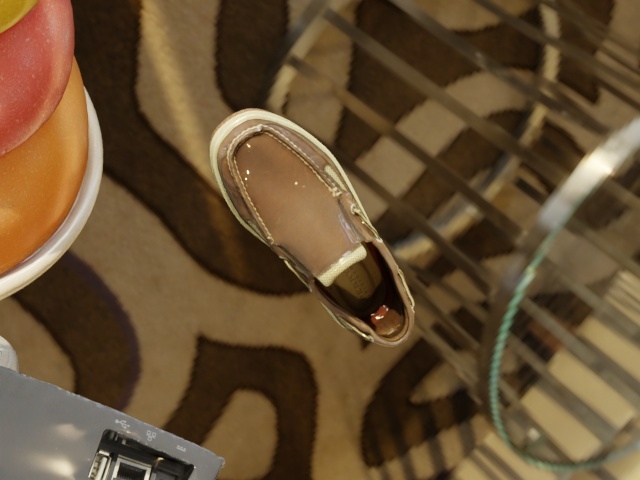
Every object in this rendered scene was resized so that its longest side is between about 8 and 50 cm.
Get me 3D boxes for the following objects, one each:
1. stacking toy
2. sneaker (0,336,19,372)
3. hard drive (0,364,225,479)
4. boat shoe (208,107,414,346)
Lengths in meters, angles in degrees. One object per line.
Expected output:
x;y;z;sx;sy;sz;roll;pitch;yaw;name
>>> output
-0.286;-0.195;1.001;0.351;0.350;0.480;-15;153;-31;stacking toy
-0.307;0.082;0.985;0.281;0.105;0.115;-4;112;-58;sneaker
-0.193;0.097;0.682;0.255;0.054;0.172;25;149;-23;hard drive
0.006;-0.005;1.207;0.095;0.095;0.257;-42;126;0;boat shoe
